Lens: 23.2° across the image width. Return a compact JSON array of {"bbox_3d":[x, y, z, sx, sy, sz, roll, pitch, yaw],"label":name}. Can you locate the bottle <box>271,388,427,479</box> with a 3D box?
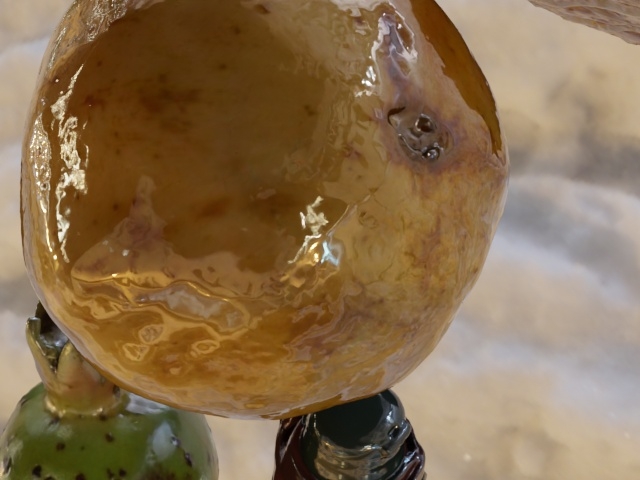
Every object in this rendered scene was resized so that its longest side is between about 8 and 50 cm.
[{"bbox_3d":[0.021,0.218,1.391,0.156,0.271,0.143,31,53,20],"label":"bottle"}]

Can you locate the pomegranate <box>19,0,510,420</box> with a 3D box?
[{"bbox_3d":[-0.063,-0.039,1.209,0.410,0.410,0.410,-18,51,24],"label":"pomegranate"}]

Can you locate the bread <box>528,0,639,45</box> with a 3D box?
[{"bbox_3d":[0.350,-0.326,1.518,0.390,0.371,0.279,24,96,43],"label":"bread"}]

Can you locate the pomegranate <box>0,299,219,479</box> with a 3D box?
[{"bbox_3d":[-0.197,0.179,1.466,0.231,0.231,0.286,16,106,41],"label":"pomegranate"}]
